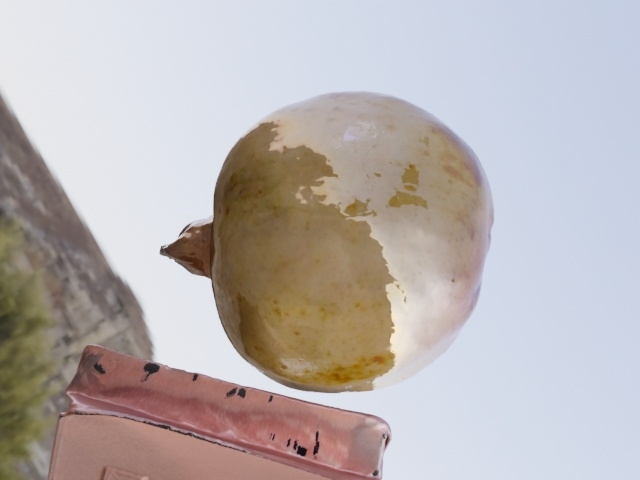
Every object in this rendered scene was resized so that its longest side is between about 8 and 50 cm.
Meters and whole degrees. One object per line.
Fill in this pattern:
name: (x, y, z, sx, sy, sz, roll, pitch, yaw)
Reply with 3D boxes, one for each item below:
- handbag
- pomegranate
handbag: (-0.071, 0.148, 0.825, 0.157, 0.212, 0.059, 114, -9, -54)
pomegranate: (0.017, 0.000, 0.826, 0.207, 0.207, 0.207, 53, -18, 26)
